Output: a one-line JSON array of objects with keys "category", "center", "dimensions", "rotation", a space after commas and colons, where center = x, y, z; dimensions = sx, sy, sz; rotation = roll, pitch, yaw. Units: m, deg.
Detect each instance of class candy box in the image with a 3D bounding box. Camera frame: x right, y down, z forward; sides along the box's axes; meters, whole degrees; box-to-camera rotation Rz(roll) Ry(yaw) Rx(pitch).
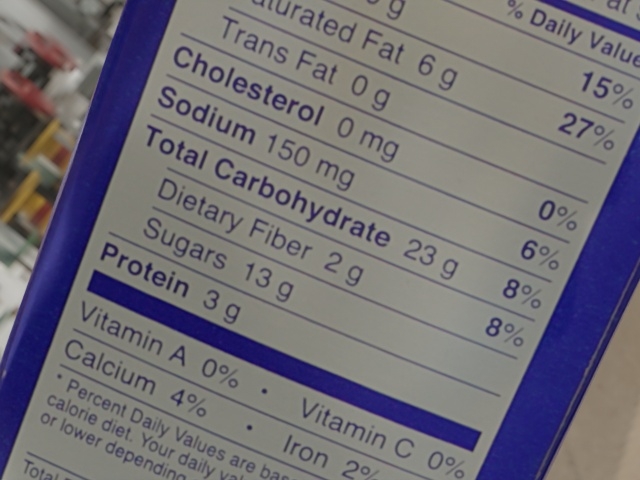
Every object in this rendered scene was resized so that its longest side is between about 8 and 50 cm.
[{"category": "candy box", "center": [0.000, 0.000, 0.467], "dimensions": [0.268, 0.122, 0.317], "rotation": [-73, 6, -72]}]
